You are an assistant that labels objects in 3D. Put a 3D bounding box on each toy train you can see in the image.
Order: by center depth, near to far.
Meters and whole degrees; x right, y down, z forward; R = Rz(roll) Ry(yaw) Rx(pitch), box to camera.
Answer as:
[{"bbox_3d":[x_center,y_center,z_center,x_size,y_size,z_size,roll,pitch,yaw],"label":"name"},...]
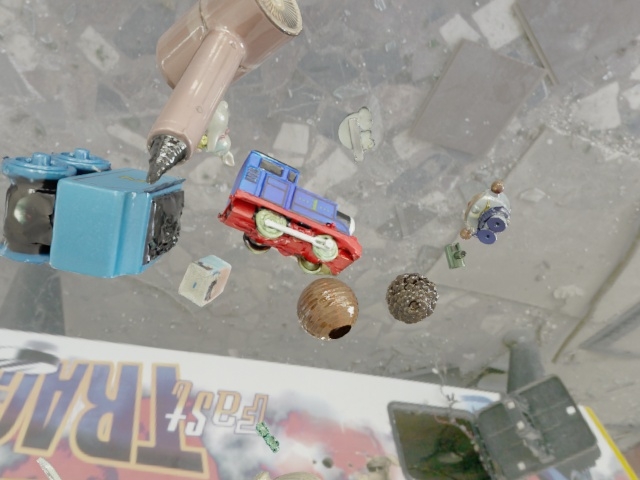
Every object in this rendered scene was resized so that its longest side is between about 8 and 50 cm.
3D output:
[{"bbox_3d":[-0.040,-0.034,0.708,0.204,0.131,0.083,23,146,-17],"label":"toy train"},{"bbox_3d":[-0.389,-0.054,0.854,0.265,0.300,0.188,11,102,-4],"label":"toy train"},{"bbox_3d":[-0.139,0.517,1.246,0.029,0.092,0.045,-27,145,-32],"label":"toy train"}]

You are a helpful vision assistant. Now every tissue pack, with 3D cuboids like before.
[{"bbox_3d":[-0.214,0.072,0.894,0.059,0.094,0.074,25,102,7],"label":"tissue pack"}]

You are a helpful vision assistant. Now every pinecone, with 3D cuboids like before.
[{"bbox_3d":[0.328,0.201,1.700,0.184,0.204,0.179,-12,96,21],"label":"pinecone"}]

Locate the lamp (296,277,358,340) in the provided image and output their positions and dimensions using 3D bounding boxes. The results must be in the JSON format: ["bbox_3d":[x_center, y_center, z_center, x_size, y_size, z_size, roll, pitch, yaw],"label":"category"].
[{"bbox_3d":[0.015,0.145,1.017,0.136,0.136,0.136,-2,135,-2],"label":"lamp"}]

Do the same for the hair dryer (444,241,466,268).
[{"bbox_3d":[0.379,0.040,1.313,0.047,0.071,0.150,-15,174,3],"label":"hair dryer"}]

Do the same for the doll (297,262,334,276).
[{"bbox_3d":[0.000,0.000,1.290,0.137,0.209,0.097,13,140,-17],"label":"doll"}]

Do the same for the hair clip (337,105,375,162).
[{"bbox_3d":[0.116,-0.342,1.543,0.116,0.049,0.172,-10,110,1],"label":"hair clip"}]

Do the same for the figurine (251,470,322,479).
[{"bbox_3d":[0.014,0.512,0.769,0.332,0.204,0.185,25,151,-2],"label":"figurine"}]

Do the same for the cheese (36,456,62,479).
[{"bbox_3d":[-0.436,0.477,0.846,0.127,0.050,0.255,12,126,34],"label":"cheese"}]

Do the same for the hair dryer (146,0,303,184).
[{"bbox_3d":[-0.144,-0.179,0.547,0.189,0.344,0.107,-22,129,32],"label":"hair dryer"}]

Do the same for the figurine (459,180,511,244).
[{"bbox_3d":[0.499,-0.076,1.393,0.133,0.274,0.193,27,93,1],"label":"figurine"}]

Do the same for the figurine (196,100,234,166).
[{"bbox_3d":[-0.379,-0.354,1.657,0.127,0.155,0.235,25,134,33],"label":"figurine"}]
